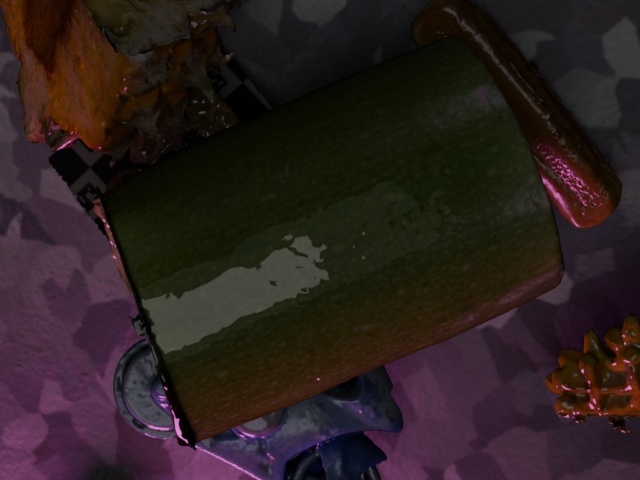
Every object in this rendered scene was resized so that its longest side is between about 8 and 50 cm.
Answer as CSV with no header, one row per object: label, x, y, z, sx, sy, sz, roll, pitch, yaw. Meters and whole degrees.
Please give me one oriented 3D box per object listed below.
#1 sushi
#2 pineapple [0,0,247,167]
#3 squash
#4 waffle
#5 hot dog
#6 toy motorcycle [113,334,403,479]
sushi,-0.139,-0.078,1.580,0.215,0.050,0.192,-38,80,-1
pineapple,-0.186,-0.216,1.556,0.209,0.344,0.286,-17,149,-25
squash,0.000,0.000,1.466,0.384,0.263,0.263,-23,106,-6
waffle,0.390,0.166,1.592,0.293,0.069,0.260,28,141,-20
hot dog,0.198,-0.129,1.595,0.087,0.061,0.286,-31,105,25
toy motorcycle,-0.045,0.140,1.634,0.319,0.182,0.241,29,111,-2
